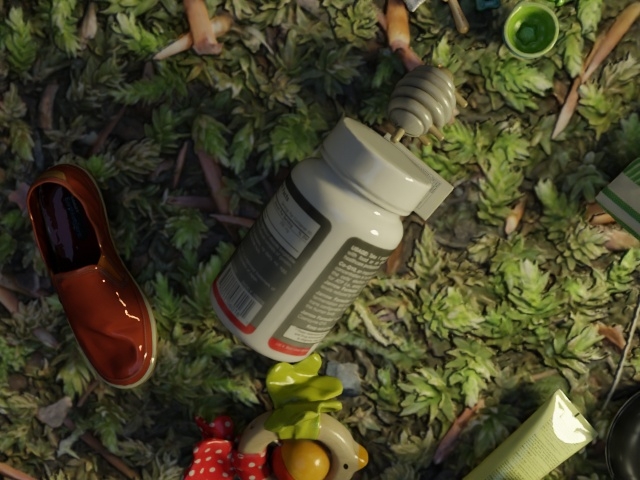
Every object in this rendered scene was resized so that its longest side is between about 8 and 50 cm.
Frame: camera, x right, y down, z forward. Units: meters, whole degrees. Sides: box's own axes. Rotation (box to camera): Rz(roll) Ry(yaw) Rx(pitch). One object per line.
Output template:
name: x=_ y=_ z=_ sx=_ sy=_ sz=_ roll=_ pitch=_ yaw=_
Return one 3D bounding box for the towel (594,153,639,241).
towel: x=0.537 y=-0.087 z=0.838 sx=0.325 sy=0.038 sz=0.248 roll=-45 pitch=61 yaw=8

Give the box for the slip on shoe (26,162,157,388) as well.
slip on shoe: x=-0.321 y=0.055 z=0.969 sx=0.123 sy=0.101 sz=0.331 roll=-16 pitch=96 yaw=6

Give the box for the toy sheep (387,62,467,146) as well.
toy sheep: x=0.130 y=-0.173 z=0.897 sx=0.091 sy=0.091 sz=0.132 roll=34 pitch=67 yaw=2

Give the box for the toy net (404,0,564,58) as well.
toy net: x=0.201 y=-0.323 z=0.893 sx=0.232 sy=0.045 sz=0.122 roll=25 pitch=99 yaw=3

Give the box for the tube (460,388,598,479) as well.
tube: x=0.262 y=0.312 z=0.958 sx=0.240 sy=0.070 sz=0.062 roll=-42 pitch=53 yaw=4

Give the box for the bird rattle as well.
bird rattle: x=-0.054 y=0.292 z=0.958 sx=0.253 sy=0.143 sz=0.207 roll=-44 pitch=107 yaw=12

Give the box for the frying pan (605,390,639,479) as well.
frying pan: x=0.423 y=0.297 z=0.942 sx=0.327 sy=0.053 sz=0.197 roll=-13 pitch=95 yaw=4

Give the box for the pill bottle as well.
pill bottle: x=0.000 y=0.000 z=0.875 sx=0.161 sy=0.161 sz=0.283 roll=38 pitch=108 yaw=1

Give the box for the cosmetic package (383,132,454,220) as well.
cosmetic package: x=0.114 y=-0.085 z=0.932 sx=0.115 sy=0.041 sz=0.060 roll=41 pitch=100 yaw=0
